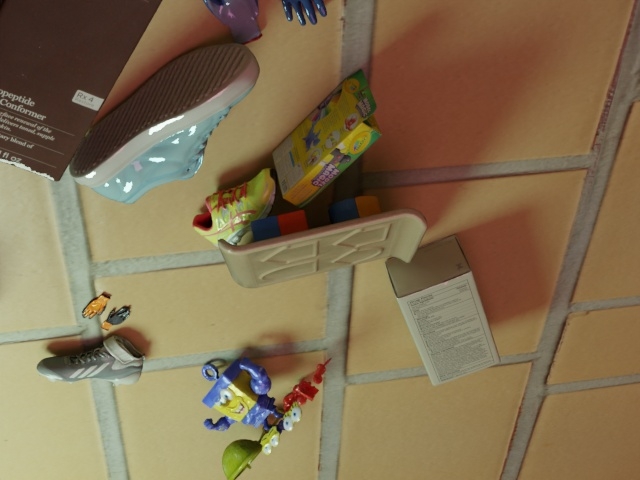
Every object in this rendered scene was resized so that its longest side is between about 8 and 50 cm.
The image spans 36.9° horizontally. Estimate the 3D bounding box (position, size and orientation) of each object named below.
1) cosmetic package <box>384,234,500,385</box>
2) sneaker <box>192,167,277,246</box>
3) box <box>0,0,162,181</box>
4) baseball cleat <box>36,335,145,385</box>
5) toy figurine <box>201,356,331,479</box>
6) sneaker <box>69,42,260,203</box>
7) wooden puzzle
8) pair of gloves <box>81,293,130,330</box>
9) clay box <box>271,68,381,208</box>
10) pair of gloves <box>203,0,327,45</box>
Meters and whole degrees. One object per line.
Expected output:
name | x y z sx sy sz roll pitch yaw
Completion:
cosmetic package | 0.254 0.150 1.964 0.160 0.113 0.309 -20 133 4
sneaker | -0.152 -0.060 1.682 0.094 0.082 0.208 27 128 -25
box | -0.387 -0.284 1.385 0.191 0.143 0.381 20 123 -28
baseball cleat | -0.452 0.232 1.901 0.205 0.072 0.110 7 116 -26
toy figurine | -0.166 0.335 2.047 0.217 0.191 0.362 36 128 -3
sneaker | -0.225 -0.180 1.540 0.365 0.135 0.150 -28 141 23
wooden puzzle | 0.000 0.000 1.709 0.347 0.081 0.322 -8 167 -2
pair of gloves | -0.415 0.141 1.854 0.074 0.010 0.083 -39 130 20
clay box | 0.017 -0.170 1.598 0.053 0.127 0.222 31 119 -36
pair of gloves | -0.079 -0.380 1.455 0.198 0.023 0.159 -18 135 4
